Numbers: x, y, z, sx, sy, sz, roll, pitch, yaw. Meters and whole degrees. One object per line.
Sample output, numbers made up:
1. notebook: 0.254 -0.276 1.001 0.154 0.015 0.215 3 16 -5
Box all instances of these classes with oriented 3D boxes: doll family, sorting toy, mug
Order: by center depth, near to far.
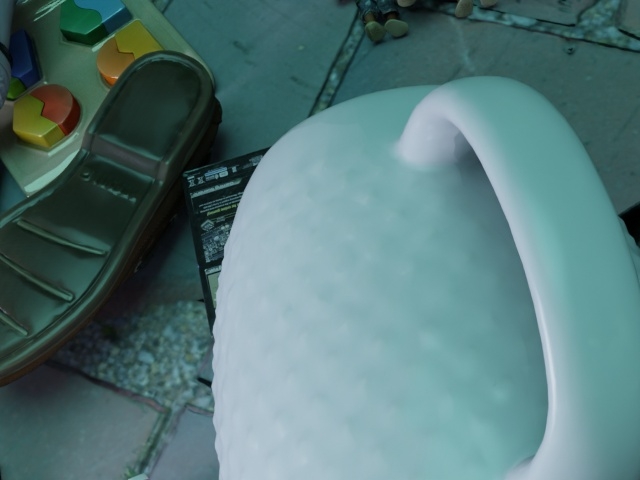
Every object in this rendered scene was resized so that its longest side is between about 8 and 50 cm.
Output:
1. mug: 0.079 0.070 0.626 0.276 0.374 0.328 -9 65 -10
2. doll family: 0.101 -0.253 1.011 0.193 0.076 0.111 -14 55 0
3. sorting toy: -0.223 -0.154 1.052 0.193 0.038 0.208 -36 60 -7

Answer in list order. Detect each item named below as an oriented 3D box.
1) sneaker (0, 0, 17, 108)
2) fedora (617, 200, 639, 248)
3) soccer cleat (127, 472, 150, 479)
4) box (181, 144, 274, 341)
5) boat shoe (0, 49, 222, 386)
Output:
1. sneaker: -0.408 -0.180 1.045 0.366 0.137 0.210 -9 52 25
2. fedora: 0.301 0.070 0.736 0.334 0.152 0.334 -6 61 11
3. soccer cleat: -0.189 0.256 0.798 0.248 0.083 0.095 -31 64 -7
4. box: 0.000 0.000 0.890 0.180 0.077 0.147 -17 59 4
5. boat shoe: -0.173 -0.002 0.923 0.111 0.104 0.307 32 72 17
